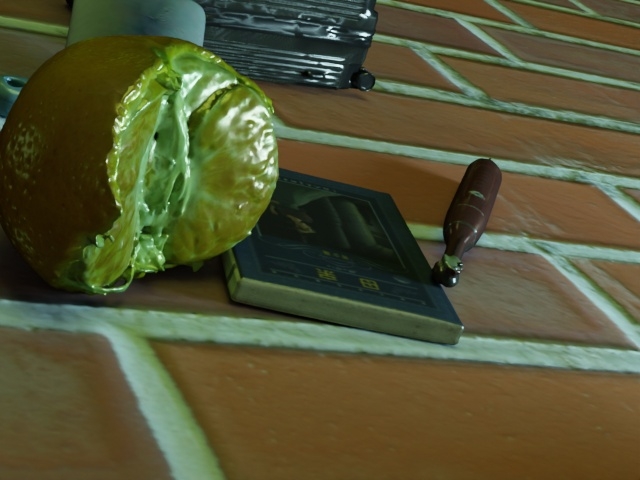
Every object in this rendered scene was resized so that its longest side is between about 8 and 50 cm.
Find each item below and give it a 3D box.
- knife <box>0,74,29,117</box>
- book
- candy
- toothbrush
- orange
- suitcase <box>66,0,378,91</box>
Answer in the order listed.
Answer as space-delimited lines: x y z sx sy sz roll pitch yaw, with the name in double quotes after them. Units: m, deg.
-0.192 -0.112 1.353 0.244 0.032 0.058 12 20 -26 "knife"
0.000 0.000 1.224 0.191 0.025 0.269 12 22 -16 "book"
-0.187 -0.194 1.445 0.138 0.071 0.174 13 43 -14 "candy"
0.137 -0.020 1.350 0.041 0.041 0.364 20 20 6 "toothbrush"
-0.145 -0.063 1.052 0.158 0.179 0.237 29 26 22 "orange"
-0.108 -0.293 1.678 0.335 0.152 0.229 4 24 -32 "suitcase"
